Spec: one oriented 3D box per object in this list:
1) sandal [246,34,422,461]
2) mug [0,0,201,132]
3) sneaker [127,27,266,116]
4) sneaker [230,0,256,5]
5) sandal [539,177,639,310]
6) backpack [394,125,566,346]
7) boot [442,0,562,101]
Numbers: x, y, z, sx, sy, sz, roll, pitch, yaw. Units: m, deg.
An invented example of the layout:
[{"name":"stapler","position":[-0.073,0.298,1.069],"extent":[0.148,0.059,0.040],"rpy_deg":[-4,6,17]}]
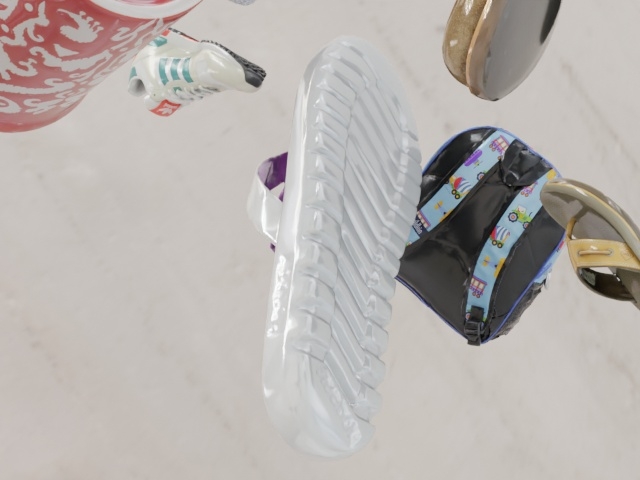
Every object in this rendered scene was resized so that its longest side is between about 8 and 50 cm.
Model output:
[{"name":"sandal","position":[-0.007,-0.010,1.318],"extent":[0.102,0.416,0.169],"rpy_deg":[-15,132,27]},{"name":"mug","position":[-0.116,-0.139,0.754],"extent":[0.113,0.169,0.150],"rpy_deg":[23,70,-25]},{"name":"sneaker","position":[-0.111,-0.137,1.415],"extent":[0.161,0.057,0.075],"rpy_deg":[25,90,45]},{"name":"sneaker","position":[-0.110,-0.346,1.475],"extent":[0.153,0.101,0.268],"rpy_deg":[-42,122,13]},{"name":"sandal","position":[0.220,0.022,1.222],"extent":[0.049,0.072,0.180],"rpy_deg":[-32,67,-14]},{"name":"backpack","position":[0.152,-0.014,1.482],"extent":[0.158,0.117,0.173],"rpy_deg":[40,107,18]},{"name":"boot","position":[0.109,-0.205,1.039],"extent":[0.115,0.305,0.112],"rpy_deg":[13,140,10]}]
